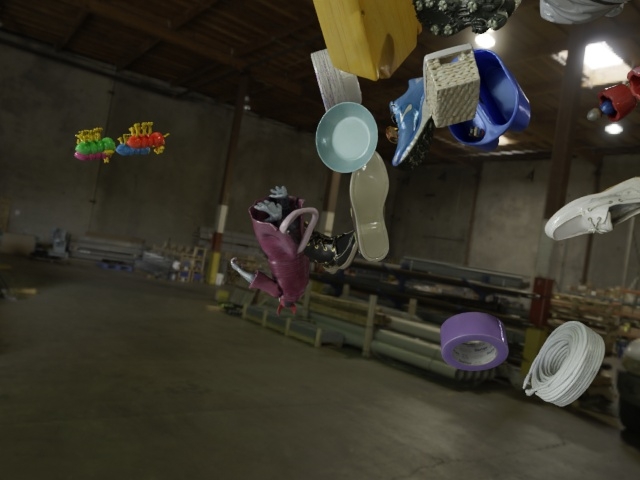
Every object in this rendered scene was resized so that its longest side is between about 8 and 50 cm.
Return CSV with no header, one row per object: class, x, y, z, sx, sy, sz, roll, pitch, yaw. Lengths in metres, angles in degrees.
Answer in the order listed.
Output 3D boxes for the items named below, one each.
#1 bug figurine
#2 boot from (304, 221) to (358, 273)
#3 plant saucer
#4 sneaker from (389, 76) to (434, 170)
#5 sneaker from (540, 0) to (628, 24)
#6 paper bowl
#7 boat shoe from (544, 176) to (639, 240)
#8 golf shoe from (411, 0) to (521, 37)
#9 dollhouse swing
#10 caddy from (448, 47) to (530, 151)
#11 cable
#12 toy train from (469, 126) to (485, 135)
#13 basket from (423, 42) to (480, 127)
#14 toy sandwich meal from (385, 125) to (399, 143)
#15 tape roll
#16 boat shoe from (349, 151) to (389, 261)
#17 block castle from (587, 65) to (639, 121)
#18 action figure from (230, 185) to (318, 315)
bug figurine,-0.512,-0.242,1.320,0.216,0.072,0.279,-11,8,-27
boot,0.000,0.000,2.108,0.284,0.138,0.377,29,-20,-7
plant saucer,0.079,-0.287,1.456,0.194,0.195,0.037,8,8,30
sneaker,0.285,-0.373,1.651,0.147,0.330,0.130,13,-15,26
sneaker,0.387,-0.493,0.921,0.365,0.138,0.210,29,12,15
paper bowl,0.068,-0.604,2.014,0.148,0.285,0.284,-17,-4,4
boat shoe,0.735,-0.066,1.359,0.277,0.096,0.098,-30,-50,21
golf shoe,0.340,-0.547,1.211,0.272,0.120,0.105,28,-26,44
dollhouse swing,0.052,-0.615,1.393,0.304,0.347,0.315,4,-49,32
caddy,0.520,-0.456,1.685,0.241,0.342,0.179,-35,-31,33
cable,0.733,0.367,1.544,0.089,0.257,0.257,30,-15,3
toy train,0.452,-0.310,1.488,0.036,0.027,0.158,9,12,21
basket,0.311,-0.358,1.221,0.113,0.103,0.167,-14,-23,7
toy sandwich meal,0.304,-0.443,2.153,0.085,0.086,0.029,10,-26,-38
tape roll,0.448,0.298,1.517,0.188,0.080,0.189,5,-46,5
boat shoe,0.142,-0.104,1.541,0.116,0.325,0.097,-8,9,-7
block castle,0.798,-0.174,1.136,0.212,0.454,0.303,-27,-3,14
action figure,-0.079,0.048,1.421,0.248,0.371,0.275,-24,27,-39
